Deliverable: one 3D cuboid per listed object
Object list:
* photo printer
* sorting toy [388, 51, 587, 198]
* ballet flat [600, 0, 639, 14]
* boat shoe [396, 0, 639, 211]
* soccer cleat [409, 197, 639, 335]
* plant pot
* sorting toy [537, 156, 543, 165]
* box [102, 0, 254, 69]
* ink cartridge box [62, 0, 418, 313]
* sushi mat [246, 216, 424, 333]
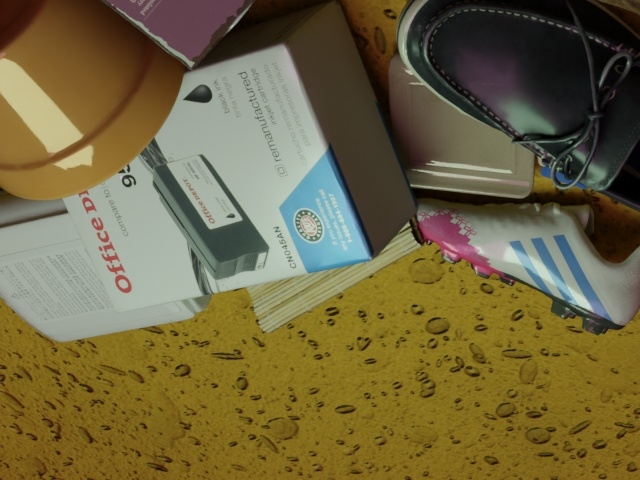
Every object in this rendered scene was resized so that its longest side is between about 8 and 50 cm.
[{"bbox_3d":[-0.340,0.025,2.343,0.307,0.107,0.256,-12,130,29],"label":"photo printer"},{"bbox_3d":[0.175,-0.148,2.037,0.347,0.047,0.196,6,132,11],"label":"sorting toy"},{"bbox_3d":[0.328,-0.278,1.718,0.342,0.116,0.124,11,174,-22],"label":"ballet flat"},{"bbox_3d":[0.317,-0.149,1.868,0.500,0.156,0.187,27,111,-14],"label":"boat shoe"},{"bbox_3d":[0.268,-0.003,2.127,0.331,0.116,0.143,26,95,12],"label":"soccer cleat"},{"bbox_3d":[-0.328,-0.219,1.896,0.290,0.291,0.203,-8,148,25],"label":"plant pot"},{"bbox_3d":[0.287,-0.122,1.983,0.062,0.012,0.083,0,131,17],"label":"sorting toy"},{"bbox_3d":[-0.166,-0.335,1.828,0.203,0.167,0.168,37,110,-21],"label":"box"},{"bbox_3d":[-0.122,-0.094,2.042,0.394,0.166,0.286,-13,109,31],"label":"ink cartridge box"},{"bbox_3d":[0.000,0.000,2.208,0.316,0.019,0.151,-32,78,40],"label":"sushi mat"}]
